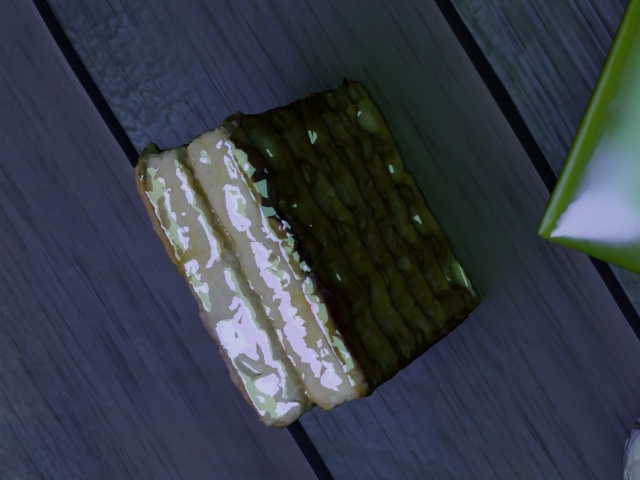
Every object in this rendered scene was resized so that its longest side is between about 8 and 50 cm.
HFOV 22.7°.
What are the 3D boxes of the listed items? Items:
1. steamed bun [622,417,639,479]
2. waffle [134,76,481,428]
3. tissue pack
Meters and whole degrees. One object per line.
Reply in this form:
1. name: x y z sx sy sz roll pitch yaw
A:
1. steamed bun: 0.310 0.234 1.177 0.170 0.152 0.238 -9 93 16
2. waffle: -0.001 0.000 1.141 0.091 0.308 0.213 -28 90 20
3. tissue pack: 0.298 -0.101 1.124 0.200 0.167 0.274 22 103 10
